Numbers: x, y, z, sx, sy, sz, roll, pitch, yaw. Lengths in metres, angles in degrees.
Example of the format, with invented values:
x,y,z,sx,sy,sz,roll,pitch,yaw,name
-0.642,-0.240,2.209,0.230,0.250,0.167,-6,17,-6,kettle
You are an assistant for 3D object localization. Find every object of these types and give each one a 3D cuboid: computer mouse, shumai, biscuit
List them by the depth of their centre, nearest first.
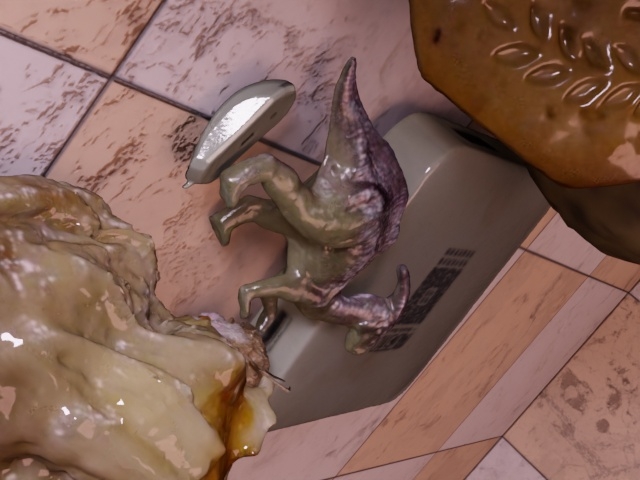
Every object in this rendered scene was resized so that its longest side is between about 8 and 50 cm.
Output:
x,y,z,sx,sy,sz,roll,pitch,yaw,name
-0.166,0.126,0.560,0.267,0.262,0.314,-42,153,-11,shumai
0.225,-0.206,0.635,0.359,0.359,0.046,-52,-169,11,biscuit
-0.065,-0.081,0.669,0.110,0.032,0.056,-44,171,-9,computer mouse

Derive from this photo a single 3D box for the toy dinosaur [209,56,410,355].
x,y,z,sx,sy,sz,roll,pitch,yaw,name
-0.003,-0.004,0.775,0.162,0.077,0.294,-19,140,-14,toy dinosaur

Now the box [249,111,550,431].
x,y,z,sx,sy,sz,roll,pitch,yaw,name
0.082,0.044,1.025,0.373,0.090,0.367,-54,153,17,box

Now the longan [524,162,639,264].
x,y,z,sx,sy,sz,roll,pitch,yaw,name
0.374,-0.154,0.875,0.391,0.391,0.391,-36,153,-22,longan

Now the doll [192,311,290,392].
x,y,z,sx,sy,sz,roll,pitch,yaw,name
-0.125,0.163,0.868,0.221,0.115,0.105,-52,165,27,doll
